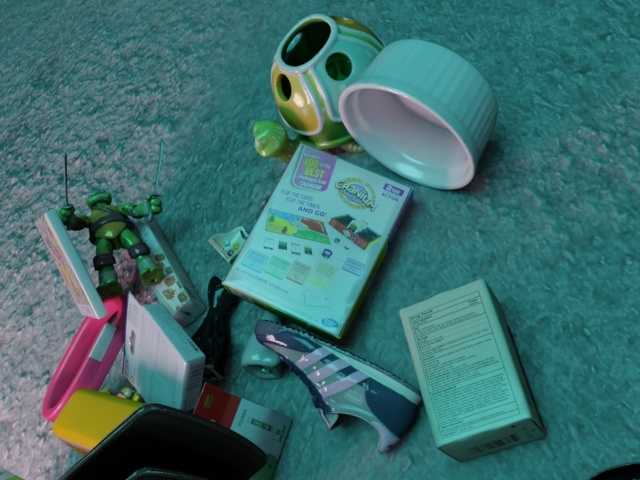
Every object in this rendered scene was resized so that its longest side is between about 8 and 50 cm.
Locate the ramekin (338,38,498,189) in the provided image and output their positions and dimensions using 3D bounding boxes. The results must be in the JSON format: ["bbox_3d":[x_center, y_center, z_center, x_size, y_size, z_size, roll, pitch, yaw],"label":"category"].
[{"bbox_3d":[0.182,-0.229,1.309,0.277,0.277,0.135,21,69,35],"label":"ramekin"}]

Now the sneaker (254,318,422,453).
[{"bbox_3d":[0.007,0.239,1.221,0.318,0.112,0.131,23,82,23],"label":"sneaker"}]

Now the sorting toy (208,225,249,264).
[{"bbox_3d":[-0.178,0.007,1.524,0.075,0.045,0.083,-43,52,-7],"label":"sorting toy"}]

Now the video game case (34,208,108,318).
[{"bbox_3d":[-0.507,0.051,1.469,0.026,0.227,0.206,-28,9,-25],"label":"video game case"}]

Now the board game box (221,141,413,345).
[{"bbox_3d":[0.000,0.000,1.349,0.242,0.064,0.317,24,74,14],"label":"board game box"}]

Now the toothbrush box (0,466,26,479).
[{"bbox_3d":[-0.554,0.569,1.329,0.283,0.122,0.206,8,101,32],"label":"toothbrush box"}]

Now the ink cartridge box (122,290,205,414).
[{"bbox_3d":[-0.302,0.237,1.382,0.224,0.045,0.223,41,131,35],"label":"ink cartridge box"}]

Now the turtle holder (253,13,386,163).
[{"bbox_3d":[-0.008,-0.314,1.480,0.320,0.227,0.243,-30,55,12],"label":"turtle holder"}]

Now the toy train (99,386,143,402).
[{"bbox_3d":[-0.413,0.354,1.464,0.166,0.046,0.125,-3,63,27],"label":"toy train"}]

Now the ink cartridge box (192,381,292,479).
[{"bbox_3d":[-0.144,0.351,1.203,0.056,0.225,0.181,11,71,30],"label":"ink cartridge box"}]

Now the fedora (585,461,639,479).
[{"bbox_3d":[0.420,0.433,0.890,0.333,0.152,0.334,-13,59,23],"label":"fedora"}]

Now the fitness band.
[{"bbox_3d":[-0.482,0.242,1.511,0.209,0.054,0.291,-2,58,61],"label":"fitness band"}]

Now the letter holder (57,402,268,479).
[{"bbox_3d":[-0.182,0.371,0.986,0.214,0.302,0.152,-43,49,2],"label":"letter holder"}]

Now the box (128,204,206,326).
[{"bbox_3d":[-0.348,0.050,1.579,0.063,0.067,0.324,-41,53,4],"label":"box"}]

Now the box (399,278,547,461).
[{"bbox_3d":[0.235,0.204,1.132,0.148,0.127,0.232,-23,56,17],"label":"box"}]

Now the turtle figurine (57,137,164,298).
[{"bbox_3d":[-0.426,-0.038,1.489,0.274,0.197,0.266,-44,60,32],"label":"turtle figurine"}]

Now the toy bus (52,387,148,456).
[{"bbox_3d":[-0.329,0.351,1.286,0.332,0.130,0.108,-1,48,44],"label":"toy bus"}]

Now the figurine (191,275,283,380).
[{"bbox_3d":[-0.147,0.155,1.402,0.214,0.092,0.210,-6,58,26],"label":"figurine"}]
